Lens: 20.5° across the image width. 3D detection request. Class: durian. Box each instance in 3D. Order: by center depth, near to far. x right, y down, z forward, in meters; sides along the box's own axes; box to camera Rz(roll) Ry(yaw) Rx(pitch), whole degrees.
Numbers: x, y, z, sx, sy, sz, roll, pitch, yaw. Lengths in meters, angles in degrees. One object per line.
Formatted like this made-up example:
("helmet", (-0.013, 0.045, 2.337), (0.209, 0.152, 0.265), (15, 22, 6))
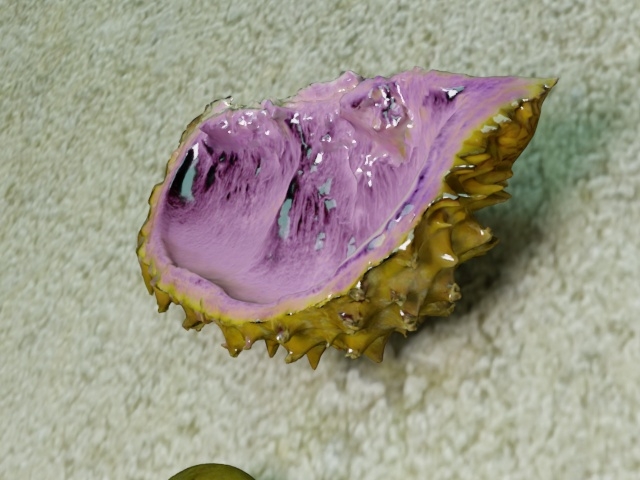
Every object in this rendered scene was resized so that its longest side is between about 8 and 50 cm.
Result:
("durian", (-0.001, 0.000, 1.065), (0.341, 0.112, 0.191), (-2, 60, 49))

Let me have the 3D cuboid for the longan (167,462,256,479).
("longan", (-0.063, 0.165, 0.984), (0.075, 0.075, 0.083), (-125, 45, -52))
